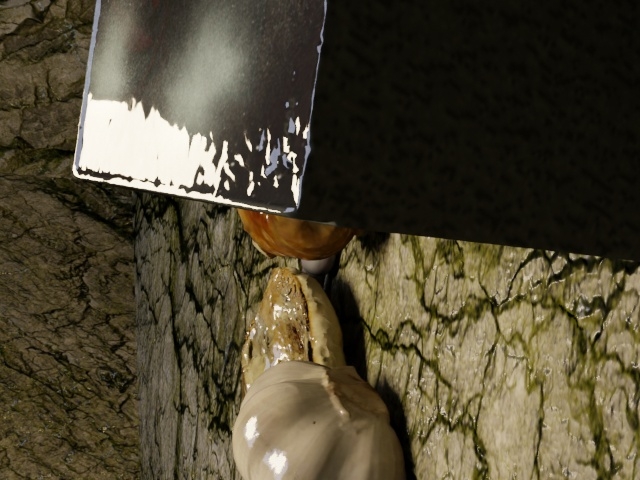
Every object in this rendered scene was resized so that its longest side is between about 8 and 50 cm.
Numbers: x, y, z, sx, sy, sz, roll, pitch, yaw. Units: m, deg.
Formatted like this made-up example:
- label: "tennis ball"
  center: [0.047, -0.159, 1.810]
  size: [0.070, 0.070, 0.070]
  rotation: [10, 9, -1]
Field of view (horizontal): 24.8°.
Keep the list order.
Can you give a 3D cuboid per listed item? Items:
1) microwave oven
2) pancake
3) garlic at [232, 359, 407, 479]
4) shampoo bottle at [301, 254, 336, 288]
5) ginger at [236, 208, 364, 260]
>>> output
- label: "microwave oven"
  center: [0.082, -0.218, 0.814]
  size: [0.236, 0.374, 0.432]
  rotation: [12, 95, 54]
- label: "pancake"
  center: [-0.030, 0.220, 1.747]
  size: [0.387, 0.082, 0.387]
  rotation: [-179, 90, -73]
- label: "garlic"
  center: [-0.019, 0.221, 1.477]
  size: [0.229, 0.143, 0.178]
  rotation: [36, 111, 42]
- label: "shampoo bottle"
  center: [0.000, 0.000, 1.796]
  size: [0.080, 0.040, 0.165]
  rotation: [-118, 35, -61]
- label: "ginger"
  center: [-0.058, -0.118, 1.708]
  size: [0.254, 0.176, 0.418]
  rotation: [-34, 42, 25]
